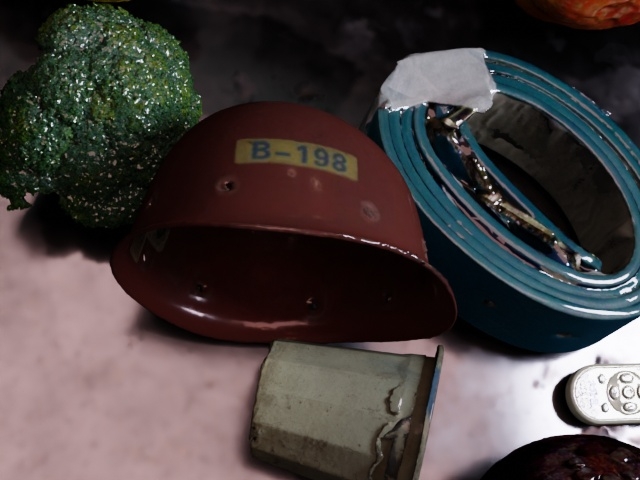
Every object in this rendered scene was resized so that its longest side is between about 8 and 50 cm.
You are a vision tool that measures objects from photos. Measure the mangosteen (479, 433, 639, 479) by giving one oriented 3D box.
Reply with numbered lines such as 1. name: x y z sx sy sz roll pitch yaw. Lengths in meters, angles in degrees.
1. mangosteen: 0.303 0.374 1.183 0.297 0.297 0.313 -24 99 -15

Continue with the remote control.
1. remote control: 0.422 0.198 1.374 0.221 0.042 0.078 0 72 -10

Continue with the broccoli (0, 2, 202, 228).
1. broccoli: -0.269 -0.147 1.275 0.261 0.241 0.269 -8 90 -34

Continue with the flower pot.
1. flower pot: 0.028 0.211 1.241 0.203 0.212 0.212 9 72 7

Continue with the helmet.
1. helmet: -0.033 -0.034 1.215 0.385 0.337 0.230 7 64 -6

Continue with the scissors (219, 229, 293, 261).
1. scissors: 0.000 0.000 1.375 0.447 0.029 0.192 17 72 -5

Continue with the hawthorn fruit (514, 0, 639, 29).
1. hawthorn fruit: 0.372 -0.404 1.451 0.262 0.258 0.258 32 70 -19

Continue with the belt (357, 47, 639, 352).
1. belt: 0.241 -0.055 1.354 0.436 0.173 0.300 42 62 2
